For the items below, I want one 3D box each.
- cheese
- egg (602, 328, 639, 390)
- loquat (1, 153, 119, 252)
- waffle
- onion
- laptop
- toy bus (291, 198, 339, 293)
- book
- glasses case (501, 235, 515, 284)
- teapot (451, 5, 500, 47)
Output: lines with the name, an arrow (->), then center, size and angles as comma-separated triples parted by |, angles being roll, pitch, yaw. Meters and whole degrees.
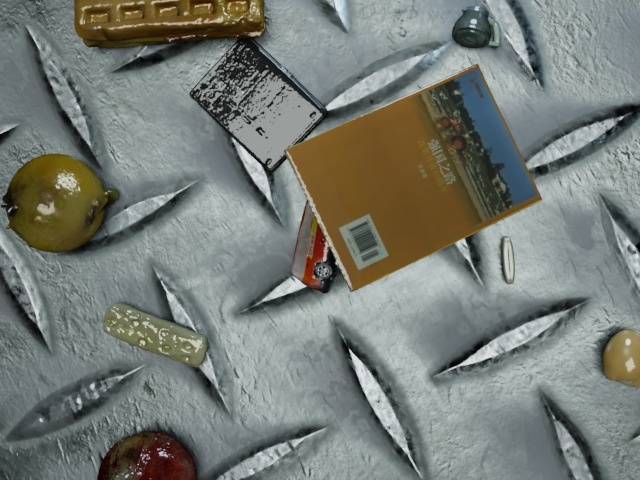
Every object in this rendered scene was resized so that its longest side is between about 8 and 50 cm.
cheese -> -0.292, 0.168, 1.509 | 0.194, 0.043, 0.065 | 22, 91, 3
egg -> 0.516, 0.198, 1.429 | 0.080, 0.080, 0.096 | 17, 83, 4
loquat -> -0.447, -0.066, 1.470 | 0.204, 0.149, 0.172 | -9, 66, -27
waffle -> -0.259, -0.451, 1.466 | 0.328, 0.098, 0.224 | -3, 89, 6
onion -> -0.307, 0.418, 1.464 | 0.184, 0.147, 0.184 | -2, 81, 16
laptop -> -0.109, -0.243, 1.496 | 0.207, 0.026, 0.154 | 44, 94, 3
toy bus -> 0.000, 0.000, 1.470 | 0.077, 0.079, 0.174 | 13, 93, 13
book -> 0.159, -0.109, 1.433 | 0.374, 0.028, 0.262 | -25, 88, -11
glasses case -> 0.322, 0.034, 1.464 | 0.021, 0.032, 0.083 | -5, 91, 8
teapot -> 0.270, -0.362, 1.453 | 0.088, 0.066, 0.057 | 19, 74, -18
